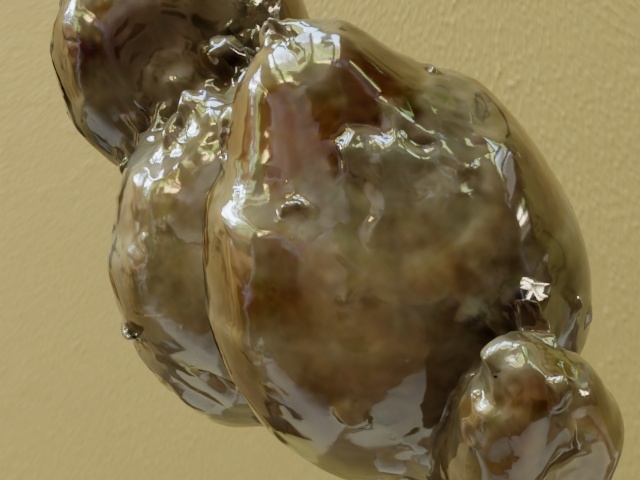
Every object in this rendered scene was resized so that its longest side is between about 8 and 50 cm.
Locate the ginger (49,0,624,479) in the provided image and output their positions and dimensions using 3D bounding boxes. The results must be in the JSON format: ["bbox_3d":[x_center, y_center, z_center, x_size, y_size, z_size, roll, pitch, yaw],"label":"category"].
[{"bbox_3d":[0.000,0.000,0.669,0.176,0.375,0.256,-24,-62,-16],"label":"ginger"}]
